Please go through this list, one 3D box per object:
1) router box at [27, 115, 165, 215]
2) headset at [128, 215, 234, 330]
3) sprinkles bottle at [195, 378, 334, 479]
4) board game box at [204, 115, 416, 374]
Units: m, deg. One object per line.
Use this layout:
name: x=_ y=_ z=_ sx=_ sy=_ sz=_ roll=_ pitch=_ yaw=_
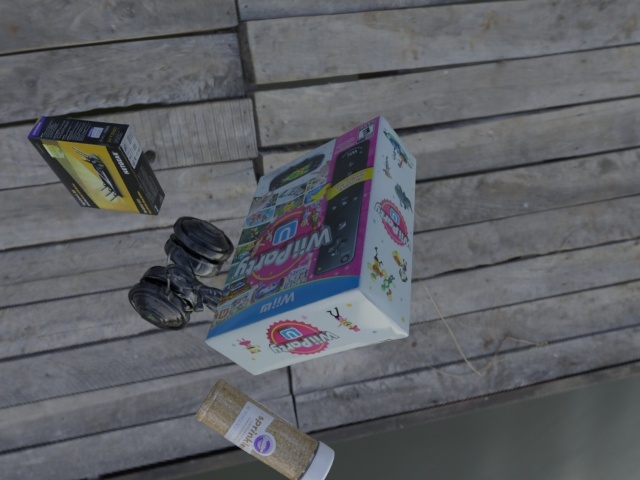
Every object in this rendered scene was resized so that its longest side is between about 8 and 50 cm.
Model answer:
router box: x=-0.589 y=-0.193 z=1.371 sx=0.243 sy=0.080 sz=0.308 roll=7 pitch=150 yaw=6
headset: x=-0.256 y=0.080 z=1.020 sx=0.185 sy=0.394 sz=0.243 roll=32 pitch=80 yaw=-6
sprinkles bottle: x=-0.142 y=0.498 z=1.296 sx=0.356 sy=0.121 sz=0.121 roll=33 pitch=102 yaw=1
board game box: x=0.000 y=0.000 z=0.653 sx=0.224 sy=0.303 sz=0.097 roll=-23 pitch=128 yaw=31
